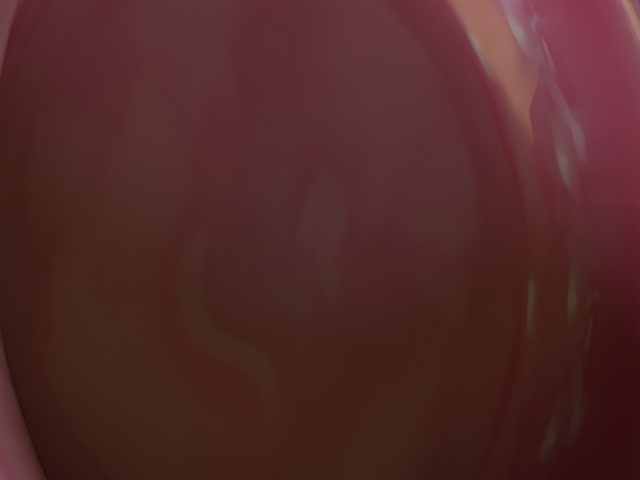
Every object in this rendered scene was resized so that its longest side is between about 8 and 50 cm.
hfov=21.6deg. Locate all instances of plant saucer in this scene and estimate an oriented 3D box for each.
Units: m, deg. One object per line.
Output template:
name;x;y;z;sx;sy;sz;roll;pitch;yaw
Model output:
plant saucer;0.000;0.000;0.537;0.332;0.084;0.332;5;83;-44
